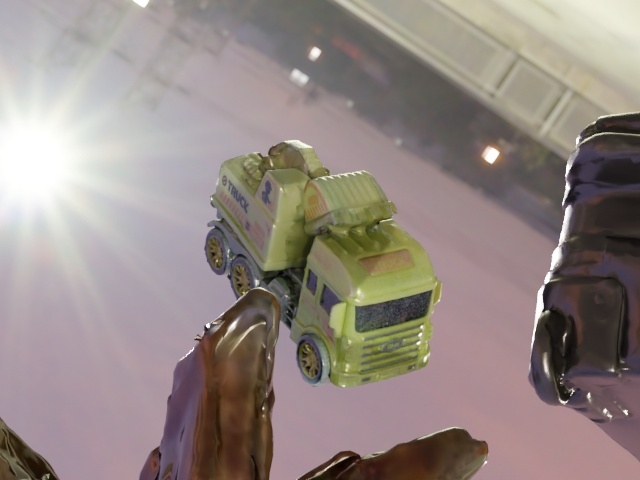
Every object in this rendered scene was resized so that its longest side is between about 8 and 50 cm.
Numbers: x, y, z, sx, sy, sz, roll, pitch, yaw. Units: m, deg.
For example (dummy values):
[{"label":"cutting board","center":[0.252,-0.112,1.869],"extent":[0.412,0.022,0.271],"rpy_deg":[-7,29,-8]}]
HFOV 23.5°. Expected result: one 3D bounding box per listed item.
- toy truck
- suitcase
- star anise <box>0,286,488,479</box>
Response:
[{"label":"toy truck","center":[0.000,0.000,0.992],"extent":[0.085,0.116,0.191],"rpy_deg":[-11,-143,-29]},{"label":"suitcase","center":[0.320,0.059,0.879],"extent":[0.345,0.188,0.339],"rpy_deg":[0,157,28]},{"label":"star anise","center":[-0.057,0.154,0.495],"extent":[0.288,0.288,0.088],"rpy_deg":[32,174,-18]}]
